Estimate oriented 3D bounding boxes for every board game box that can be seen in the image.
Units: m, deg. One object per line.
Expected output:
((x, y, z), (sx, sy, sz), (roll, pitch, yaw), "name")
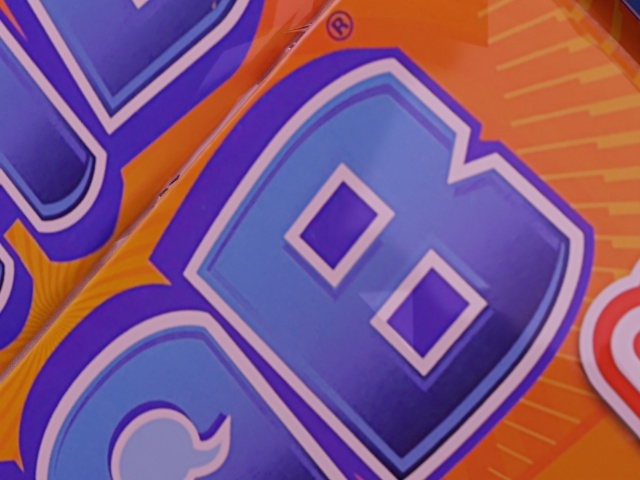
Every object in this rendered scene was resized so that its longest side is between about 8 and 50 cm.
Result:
((0.000, 0.000, 0.581), (0.356, 0.356, 0.356), (-46, 76, 24), "board game box")
